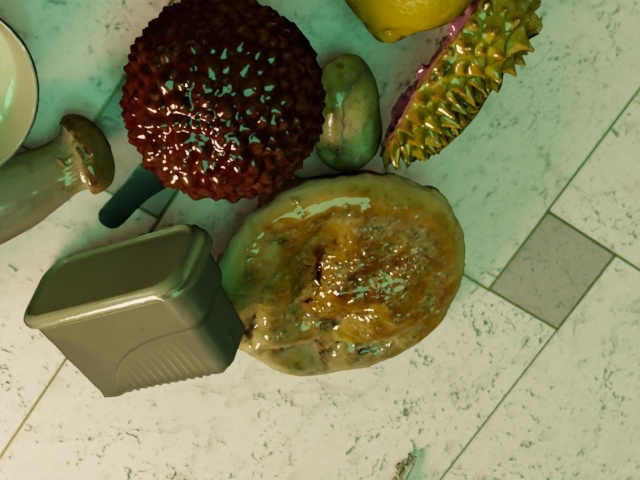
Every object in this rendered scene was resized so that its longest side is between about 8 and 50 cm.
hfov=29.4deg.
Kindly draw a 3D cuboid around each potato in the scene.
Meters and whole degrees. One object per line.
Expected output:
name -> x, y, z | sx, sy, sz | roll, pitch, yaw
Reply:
potato -> 0.034, -0.167, 1.640 | 0.107, 0.080, 0.170 | -46, 145, -33

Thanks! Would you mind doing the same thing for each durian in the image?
durian -> 0.196, -0.221, 1.582 | 0.112, 0.191, 0.341 | 35, 93, -9

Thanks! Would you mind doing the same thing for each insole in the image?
insole -> -0.241, -0.072, 1.659 | 0.152, 0.002, 0.053 | -44, 118, 7

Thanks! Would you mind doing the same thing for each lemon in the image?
lemon -> 0.114, -0.366, 1.506 | 0.204, 0.204, 0.260 | 8, 118, -18

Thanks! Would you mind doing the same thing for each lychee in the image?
lychee -> -0.120, -0.175, 1.515 | 0.264, 0.300, 0.264 | 1, 93, 19

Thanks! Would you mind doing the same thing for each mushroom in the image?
mushroom -> -0.429, -0.052, 1.552 | 0.350, 0.128, 0.128 | -25, 118, -7

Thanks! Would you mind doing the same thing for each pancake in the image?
pancake -> 0.025, 0.062, 1.708 | 0.387, 0.082, 0.387 | -6, 134, -7

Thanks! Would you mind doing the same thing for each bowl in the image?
bowl -> -0.461, -0.193, 1.472 | 0.237, 0.126, 0.238 | -6, 115, -12

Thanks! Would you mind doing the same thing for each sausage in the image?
sausage -> 0.009, -0.055, 1.696 | 0.194, 0.077, 0.077 | -8, 116, -11

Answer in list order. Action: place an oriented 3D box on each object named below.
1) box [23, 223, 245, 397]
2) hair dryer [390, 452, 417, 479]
box -> -0.233, 0.098, 1.625 | 0.274, 0.138, 0.178 | -13, 128, 28
hair dryer -> 0.062, 0.423, 1.950 | 0.206, 0.075, 0.237 | 38, 93, -20
